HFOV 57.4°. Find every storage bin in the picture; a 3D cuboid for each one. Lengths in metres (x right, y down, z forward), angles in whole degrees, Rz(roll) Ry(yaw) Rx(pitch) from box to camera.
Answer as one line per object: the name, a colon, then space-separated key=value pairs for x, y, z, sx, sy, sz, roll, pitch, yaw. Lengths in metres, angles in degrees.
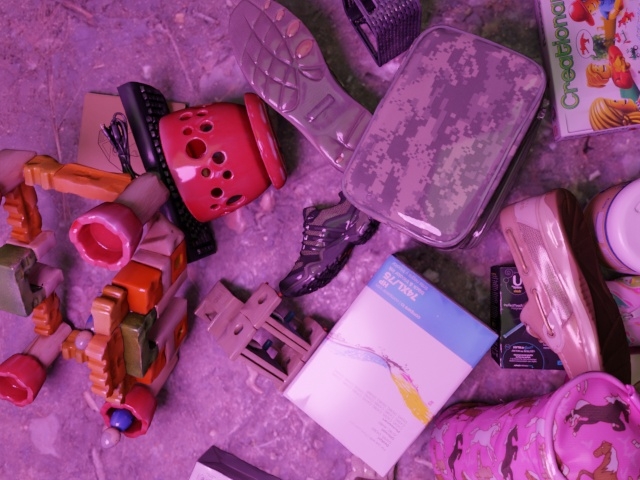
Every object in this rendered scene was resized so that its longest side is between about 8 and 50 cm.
storage bin: x=0.098 y=-0.377 z=0.955 sx=0.084 sy=0.180 sz=0.122 roll=-32 pitch=85 yaw=7

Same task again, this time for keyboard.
keyboard: x=-0.267 y=-0.112 z=0.981 sx=0.033 sy=0.201 sz=0.317 roll=-18 pitch=94 yaw=21

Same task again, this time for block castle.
block castle: x=-0.389 y=0.104 z=0.905 sx=0.303 sy=0.213 sz=0.453 roll=13 pitch=126 yaw=7

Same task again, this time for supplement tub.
supplement tub: x=0.482 y=-0.020 z=0.886 sx=0.144 sy=0.199 sz=0.144 roll=0 pitch=90 yaw=8

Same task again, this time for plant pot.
plant pot: x=-0.154 y=-0.143 z=0.988 sx=0.174 sy=0.191 sz=0.191 roll=-16 pitch=87 yaw=1

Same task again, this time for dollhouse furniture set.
dollhouse furniture set: x=-0.107 y=0.141 z=1.017 sx=0.129 sy=0.183 sz=0.129 roll=-51 pitch=124 yaw=-5

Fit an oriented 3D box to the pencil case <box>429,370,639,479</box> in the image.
pencil case: x=0.290 y=0.288 z=0.819 sx=0.160 sy=0.386 sz=0.167 roll=15 pitch=68 yaw=-5

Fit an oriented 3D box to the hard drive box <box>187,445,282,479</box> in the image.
hard drive box: x=-0.172 y=0.516 z=1.030 sx=0.181 sy=0.089 sz=0.232 roll=25 pitch=92 yaw=8

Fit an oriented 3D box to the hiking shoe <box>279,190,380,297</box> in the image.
hiking shoe: x=0.000 y=0.000 z=1.025 sx=0.227 sy=0.086 sz=0.114 roll=-44 pitch=70 yaw=0

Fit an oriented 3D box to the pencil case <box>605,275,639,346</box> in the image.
pencil case: x=0.560 y=0.104 z=0.915 sx=0.284 sy=0.124 sz=0.124 roll=-7 pitch=88 yaw=7

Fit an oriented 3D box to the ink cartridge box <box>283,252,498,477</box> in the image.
ink cartridge box: x=0.111 y=0.185 z=0.938 sx=0.197 sy=0.198 sz=0.270 roll=38 pitch=94 yaw=7

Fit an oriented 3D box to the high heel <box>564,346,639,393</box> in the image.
high heel: x=0.516 y=0.214 z=0.915 sx=0.244 sy=0.117 sz=0.082 roll=-9 pitch=91 yaw=14

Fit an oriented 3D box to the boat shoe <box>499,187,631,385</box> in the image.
boat shoe: x=0.357 y=0.099 z=0.855 sx=0.110 sy=0.121 sz=0.341 roll=-19 pitch=83 yaw=43

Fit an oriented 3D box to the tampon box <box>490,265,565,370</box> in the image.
tampon box: x=0.345 y=0.122 z=0.953 sx=0.120 sy=0.101 sz=0.161 roll=1 pitch=89 yaw=7

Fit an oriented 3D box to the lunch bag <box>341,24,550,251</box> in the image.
lunch bag: x=0.203 y=-0.140 z=0.902 sx=0.212 sy=0.256 sz=0.305 roll=28 pitch=94 yaw=17

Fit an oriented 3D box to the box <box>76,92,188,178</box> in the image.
box: x=-0.356 y=-0.184 z=1.099 sx=0.201 sy=0.021 sz=0.164 roll=8 pitch=91 yaw=8

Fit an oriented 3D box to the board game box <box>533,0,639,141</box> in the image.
board game box: x=0.468 y=-0.331 z=0.965 sx=0.193 sy=0.053 sz=0.305 roll=-9 pitch=88 yaw=8

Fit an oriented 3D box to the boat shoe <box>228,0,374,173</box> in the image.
boat shoe: x=-0.026 y=-0.250 z=0.996 sx=0.132 sy=0.130 sz=0.355 roll=-37 pitch=91 yaw=4

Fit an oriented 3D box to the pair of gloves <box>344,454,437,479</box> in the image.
pair of gloves: x=0.146 y=0.471 z=0.983 sx=0.240 sy=0.042 sz=0.204 roll=5 pitch=67 yaw=2
